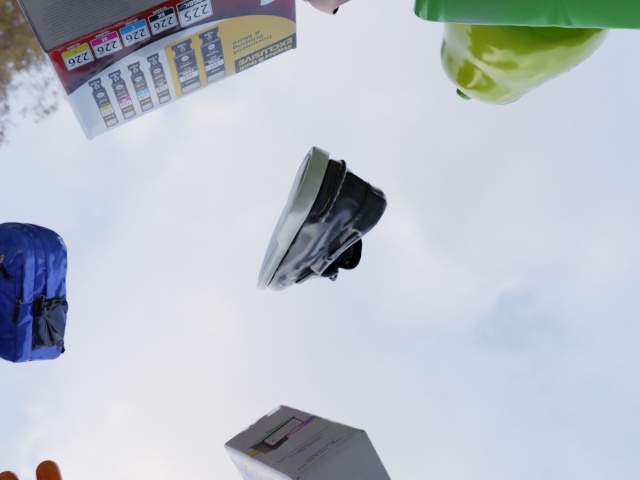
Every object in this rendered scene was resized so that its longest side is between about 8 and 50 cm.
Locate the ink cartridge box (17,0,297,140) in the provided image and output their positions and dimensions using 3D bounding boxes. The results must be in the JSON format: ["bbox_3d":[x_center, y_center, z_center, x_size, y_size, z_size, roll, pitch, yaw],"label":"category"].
[{"bbox_3d":[-0.192,-0.268,1.119,0.310,0.272,0.130,-26,-109,-10],"label":"ink cartridge box"}]

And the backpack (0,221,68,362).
[{"bbox_3d":[-0.281,0.043,0.786,0.098,0.101,0.120,9,-88,27],"label":"backpack"}]

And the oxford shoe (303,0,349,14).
[{"bbox_3d":[0.034,-0.396,1.292,0.076,0.212,0.076,36,-105,-7],"label":"oxford shoe"}]

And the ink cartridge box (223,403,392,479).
[{"bbox_3d":[-0.001,0.349,1.195,0.117,0.201,0.278,-31,-170,-22],"label":"ink cartridge box"}]

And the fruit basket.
[{"bbox_3d":[0.241,-0.278,0.843,0.283,0.392,0.392,9,-116,26],"label":"fruit basket"}]

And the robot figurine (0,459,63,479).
[{"bbox_3d":[-0.282,0.342,0.901,0.128,0.158,0.219,-36,-119,22],"label":"robot figurine"}]

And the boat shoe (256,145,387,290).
[{"bbox_3d":[0.001,-0.004,1.061,0.113,0.340,0.127,19,-117,-5],"label":"boat shoe"}]
